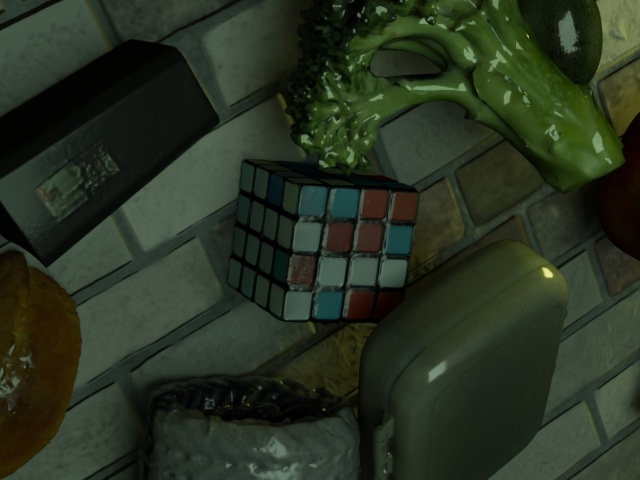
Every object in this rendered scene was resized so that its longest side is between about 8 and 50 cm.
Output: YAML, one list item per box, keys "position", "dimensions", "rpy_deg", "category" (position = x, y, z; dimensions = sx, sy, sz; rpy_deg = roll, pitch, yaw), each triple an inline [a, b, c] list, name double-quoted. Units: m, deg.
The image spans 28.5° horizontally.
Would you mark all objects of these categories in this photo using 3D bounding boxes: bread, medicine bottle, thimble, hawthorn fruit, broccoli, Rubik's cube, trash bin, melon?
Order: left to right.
- position: [-0.326, 0.147, 1.279]
  dimensions: [0.129, 0.134, 0.260]
  rpy_deg: [22, 92, -31]
  category: "bread"
- position: [-0.233, -0.095, 1.251]
  dimensions: [0.225, 0.165, 0.115]
  rpy_deg: [-38, 116, -17]
  category: "trash bin"
- position: [-0.078, 0.245, 1.395]
  dimensions: [0.245, 0.217, 0.157]
  rpy_deg: [2, 98, -12]
  category: "thimble"
- position: [0.000, 0.000, 1.401]
  dimensions: [0.151, 0.154, 0.155]
  rpy_deg: [1, 102, -27]
  category: "Rubik's cube"
- position: [0.160, 0.172, 1.461]
  dimensions: [0.282, 0.123, 0.375]
  rpy_deg: [-32, 147, -20]
  category: "medicine bottle"
- position: [0.184, -0.242, 1.357]
  dimensions: [0.397, 0.275, 0.353]
  rpy_deg: [14, 126, -9]
  category: "broccoli"
- position: [0.281, -0.242, 1.510]
  dimensions: [0.114, 0.114, 0.167]
  rpy_deg: [-15, 109, -24]
  category: "melon"
- position: [0.467, -0.090, 1.600]
  dimensions: [0.224, 0.224, 0.261]
  rpy_deg: [8, 83, -29]
  category: "hawthorn fruit"
